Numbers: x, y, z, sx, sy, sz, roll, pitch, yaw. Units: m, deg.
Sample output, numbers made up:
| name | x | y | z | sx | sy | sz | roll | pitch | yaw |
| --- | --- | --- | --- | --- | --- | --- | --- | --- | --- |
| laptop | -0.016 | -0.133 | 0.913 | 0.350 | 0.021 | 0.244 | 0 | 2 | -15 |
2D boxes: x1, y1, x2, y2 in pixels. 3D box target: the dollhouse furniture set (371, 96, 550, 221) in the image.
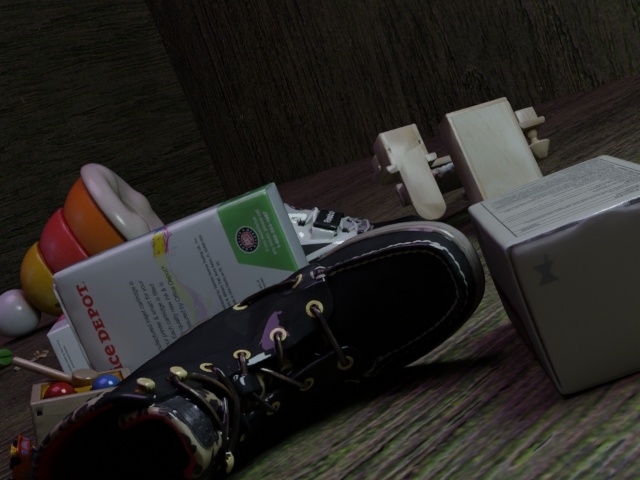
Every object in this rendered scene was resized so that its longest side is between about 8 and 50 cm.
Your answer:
| name | x | y | z | sx | sy | sz | roll | pitch | yaw |
| --- | --- | --- | --- | --- | --- | --- | --- | --- | --- |
| dollhouse furniture set | 0.216 | -0.061 | 1.486 | 0.303 | 0.173 | 0.355 | -17 | -16 | -15 |

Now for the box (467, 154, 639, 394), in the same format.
| name | x | y | z | sx | sy | sz | roll | pitch | yaw |
| --- | --- | --- | --- | --- | --- | --- | --- | --- | --- |
| box | 0.227 | 0.017 | 0.777 | 0.149 | 0.126 | 0.232 | -21 | 9 | 6 |

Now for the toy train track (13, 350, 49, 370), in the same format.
| name | x | y | z | sx | sy | sz | roll | pitch | yaw |
| --- | --- | --- | --- | --- | --- | --- | --- | --- | --- |
| toy train track | -0.582 | 0.238 | 1.835 | 0.048 | 0.014 | 0.083 | -16 | 11 | 38 |

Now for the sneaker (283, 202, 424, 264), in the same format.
| name | x | y | z | sx | sy | sz | roll | pitch | yaw |
| --- | --- | --- | --- | --- | --- | --- | --- | --- | --- |
| sneaker | 0.000 | 0.000 | 1.423 | 0.331 | 0.146 | 0.122 | -19 | 7 | 8 |

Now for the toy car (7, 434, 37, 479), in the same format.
| name | x | y | z | sx | sy | sz | roll | pitch | yaw |
| --- | --- | --- | --- | --- | --- | --- | --- | --- | --- |
| toy car | -0.336 | 0.242 | 1.053 | 0.041 | 0.060 | 0.122 | 9 | 7 | -17 |

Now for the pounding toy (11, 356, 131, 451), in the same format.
| name | x | y | z | sx | sy | sz | roll | pitch | yaw |
| --- | --- | --- | --- | --- | --- | --- | --- | --- | --- |
| pounding toy | -0.273 | 0.179 | 1.019 | 0.130 | 0.100 | 0.141 | -9 | 5 | -16 |

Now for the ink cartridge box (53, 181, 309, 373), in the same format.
| name | x | y | z | sx | sy | sz | roll | pitch | yaw |
| --- | --- | --- | --- | --- | --- | --- | --- | --- | --- |
| ink cartridge box | -0.150 | 0.074 | 1.118 | 0.278 | 0.201 | 0.117 | -22 | 8 | 6 |

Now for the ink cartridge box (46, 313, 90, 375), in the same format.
| name | x | y | z | sx | sy | sz | roll | pitch | yaw |
| --- | --- | --- | --- | --- | --- | --- | --- | --- | --- |
| ink cartridge box | -0.307 | 0.133 | 1.499 | 0.237 | 0.100 | 0.172 | -23 | 9 | -5 |

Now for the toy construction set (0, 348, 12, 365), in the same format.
| name | x | y | z | sx | sy | sz | roll | pitch | yaw |
| --- | --- | --- | --- | --- | --- | --- | --- | --- | --- |
| toy construction set | -0.729 | 0.172 | 1.744 | 0.237 | 0.308 | 0.257 | -7 | 24 | 43 |

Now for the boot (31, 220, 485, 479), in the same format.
| name | x | y | z | sx | sy | sz | roll | pitch | yaw |
| --- | --- | --- | --- | --- | --- | --- | --- | --- | --- |
| boot | -0.053 | 0.119 | 0.806 | 0.377 | 0.138 | 0.284 | -22 | 6 | 29 |

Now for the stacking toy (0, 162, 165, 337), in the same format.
| name | x | y | z | sx | sy | sz | roll | pitch | yaw |
| --- | --- | --- | --- | --- | --- | --- | --- | --- | --- |
| stacking toy | -0.614 | 0.075 | 2.265 | 0.480 | 0.350 | 0.350 | -40 | 8 | 3 |
